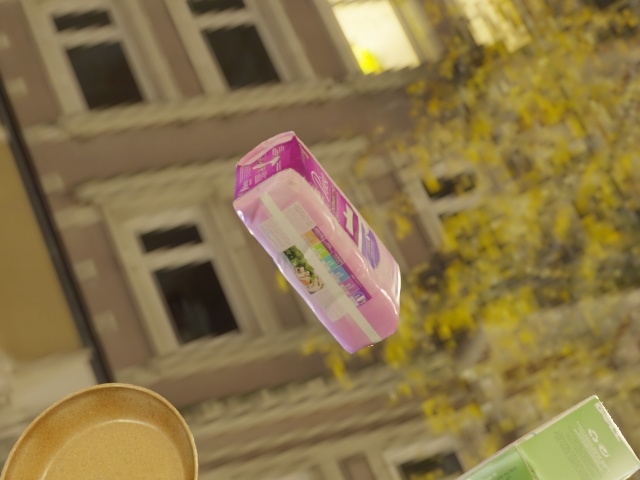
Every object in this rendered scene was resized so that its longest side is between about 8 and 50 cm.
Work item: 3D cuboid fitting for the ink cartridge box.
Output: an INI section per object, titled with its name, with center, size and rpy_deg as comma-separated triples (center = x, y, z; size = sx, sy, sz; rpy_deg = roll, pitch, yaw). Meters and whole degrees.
[ink cartridge box]
center = 0.146, 0.164, 1.205
size = 0.109, 0.062, 0.209
rpy_deg = -37, -10, 28

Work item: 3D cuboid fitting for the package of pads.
[package of pads]
center = 0.000, 0.000, 0.713
size = 0.032, 0.050, 0.083
rpy_deg = -32, -67, 14

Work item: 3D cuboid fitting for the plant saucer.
[plant saucer]
center = -0.082, 0.095, 0.670
size = 0.083, 0.083, 0.015
rpy_deg = -28, -34, 6
